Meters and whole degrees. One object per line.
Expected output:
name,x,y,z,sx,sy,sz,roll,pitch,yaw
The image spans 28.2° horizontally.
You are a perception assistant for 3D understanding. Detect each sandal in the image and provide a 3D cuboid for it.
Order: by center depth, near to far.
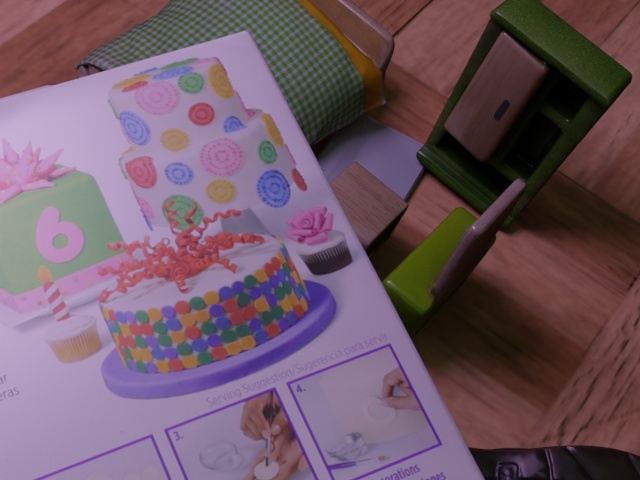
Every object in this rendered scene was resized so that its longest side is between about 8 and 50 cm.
sandal,0.126,0.170,0.755,0.219,0.060,0.090,3,62,5

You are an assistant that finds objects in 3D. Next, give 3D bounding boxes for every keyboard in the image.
keyboard,0.000,0.000,0.877,0.072,0.014,0.256,32,52,2

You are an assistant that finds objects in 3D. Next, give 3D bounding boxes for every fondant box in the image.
fondant box,-0.080,0.085,0.571,0.238,0.096,0.330,-19,67,-18

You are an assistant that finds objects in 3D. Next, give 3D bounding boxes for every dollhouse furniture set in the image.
dollhouse furniture set,0.014,-0.110,0.853,0.301,0.151,0.197,40,52,9
